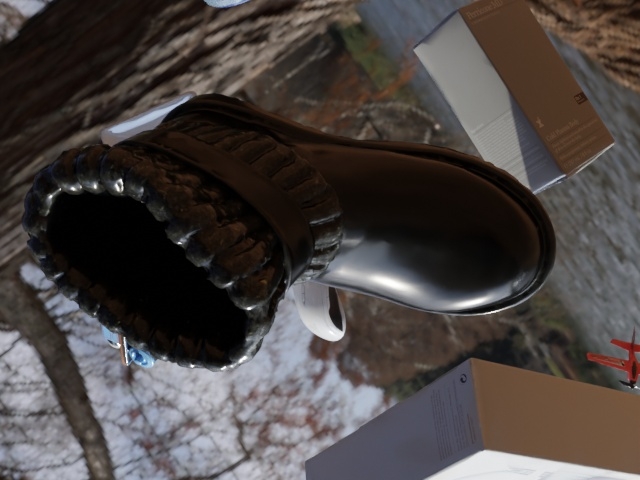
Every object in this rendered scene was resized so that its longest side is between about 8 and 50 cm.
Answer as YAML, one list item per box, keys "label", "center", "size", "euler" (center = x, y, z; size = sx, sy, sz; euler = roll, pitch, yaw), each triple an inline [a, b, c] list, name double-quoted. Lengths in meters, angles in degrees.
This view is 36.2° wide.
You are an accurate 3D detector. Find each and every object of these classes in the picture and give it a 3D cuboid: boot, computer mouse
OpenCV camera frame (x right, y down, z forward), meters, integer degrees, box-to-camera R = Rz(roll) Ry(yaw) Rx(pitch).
- label: "boot"
  center: [-0.002, 0.004, 0.685]
  size: [0.347, 0.131, 0.260]
  euler: [14, -162, 5]
- label: "computer mouse"
  center: [-0.014, 0.056, 1.367]
  size: [0.042, 0.106, 0.193]
  euler: [-26, -76, -44]

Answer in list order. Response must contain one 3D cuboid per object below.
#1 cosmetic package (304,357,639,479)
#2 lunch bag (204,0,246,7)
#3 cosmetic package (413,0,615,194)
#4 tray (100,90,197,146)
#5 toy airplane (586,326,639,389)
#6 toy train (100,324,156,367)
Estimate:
- label: "cosmetic package"
  center: [0.216, 0.250, 1.038]
  size: [0.377, 0.284, 0.097]
  euler: [15, -125, -29]
- label: "lunch bag"
  center: [-0.057, -0.343, 0.947]
  size: [0.176, 0.219, 0.090]
  euler: [66, -174, 19]
- label: "cosmetic package"
  center: [0.236, -0.179, 1.200]
  size: [0.127, 0.107, 0.238]
  euler: [-32, -89, -38]
- label: "tray"
  center: [-0.176, -0.050, 1.310]
  size: [0.030, 0.145, 0.270]
  euler: [-57, -55, -79]
- label: "toy airplane"
  center: [0.503, 0.193, 1.585]
  size: [0.151, 0.151, 0.028]
  euler: [-112, 22, -54]
- label: "toy train"
  center: [-0.266, 0.102, 1.377]
  size: [0.105, 0.080, 0.184]
  euler: [23, 140, 14]
